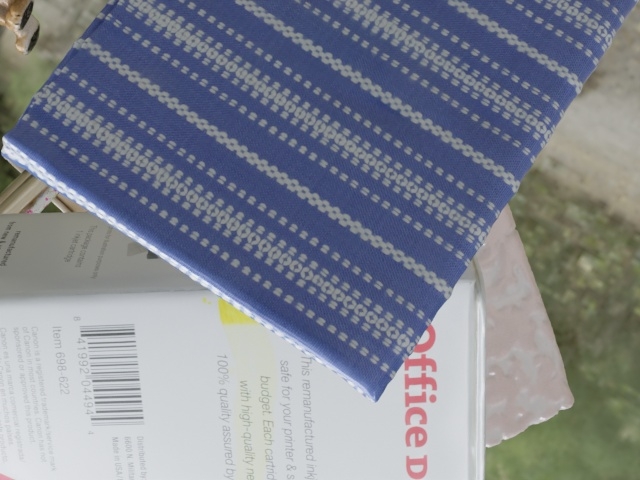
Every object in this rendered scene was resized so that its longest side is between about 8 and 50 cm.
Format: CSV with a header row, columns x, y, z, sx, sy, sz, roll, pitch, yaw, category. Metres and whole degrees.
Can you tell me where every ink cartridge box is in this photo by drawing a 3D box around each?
x,y,z,sx,sy,sz,roll,pitch,yaw,category
-0.070,0.127,1.133,0.385,0.279,0.160,-1,-156,1,ink cartridge box

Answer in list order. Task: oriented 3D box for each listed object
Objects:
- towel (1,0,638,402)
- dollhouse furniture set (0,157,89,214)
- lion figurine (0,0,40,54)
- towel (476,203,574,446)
x,y,z,sx,sy,sz,roll,pitch,yaw,category
0.017,-0.110,0.797,0.243,0.336,0.040,33,159,4,towel
-0.231,-0.036,1.470,0.174,0.303,0.355,44,-170,-17,dollhouse furniture set
-0.326,-0.319,1.274,0.240,0.392,0.142,27,175,-1,lion figurine
0.071,0.094,1.487,0.317,0.332,0.053,69,167,-10,towel
